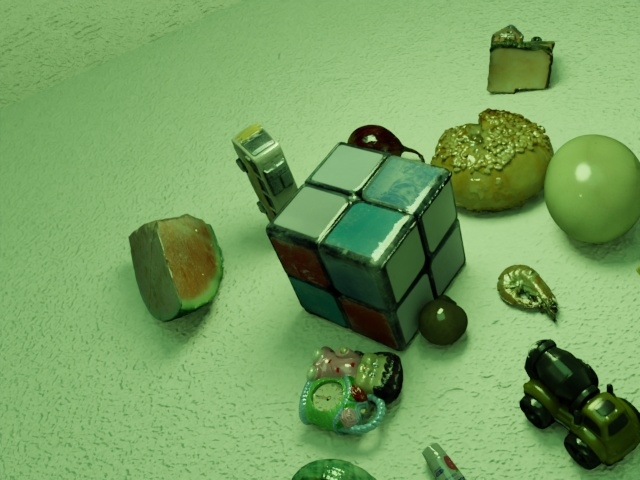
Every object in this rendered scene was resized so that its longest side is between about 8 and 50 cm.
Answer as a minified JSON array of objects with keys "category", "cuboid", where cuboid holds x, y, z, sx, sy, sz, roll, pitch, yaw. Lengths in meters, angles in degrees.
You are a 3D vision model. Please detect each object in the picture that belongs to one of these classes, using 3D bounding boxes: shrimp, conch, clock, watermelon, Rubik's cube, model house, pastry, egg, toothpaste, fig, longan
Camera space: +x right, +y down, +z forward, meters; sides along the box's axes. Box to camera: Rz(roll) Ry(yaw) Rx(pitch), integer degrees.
[{"category":"shrimp","cuboid":[0.459,0.117,1.546,0.099,0.041,0.180,-30,44,-6]},{"category":"conch","cuboid":[0.020,0.492,1.305,0.188,0.122,0.176,-40,70,-13]},{"category":"clock","cuboid":[0.069,0.315,1.475,0.195,0.100,0.194,0,51,26]},{"category":"watermelon","cuboid":[-0.353,0.061,1.842,0.222,0.319,0.292,-12,78,-30]},{"category":"Rubik's cube","cuboid":[0.116,0.008,1.599,0.318,0.313,0.316,21,58,35]},{"category":"model house","cuboid":[0.591,-0.544,2.063,0.183,0.166,0.172,8,47,14]},{"category":"pastry","cuboid":[0.432,-0.216,1.780,0.316,0.184,0.284,-8,46,15]},{"category":"egg","cuboid":[0.618,-0.118,1.583,0.219,0.219,0.269,-2,59,21]},{"category":"toothpaste","cuboid":[0.254,0.465,1.293,0.067,0.043,0.194,-27,49,-9]},{"category":"fig","cuboid":[0.161,-0.255,1.953,0.202,0.148,0.149,-12,9,29]},{"category":"longan","cuboid":[0.268,0.171,1.529,0.106,0.106,0.119,0,50,23]}]

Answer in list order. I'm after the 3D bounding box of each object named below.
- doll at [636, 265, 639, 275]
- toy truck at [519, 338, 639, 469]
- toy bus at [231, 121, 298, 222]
[{"category":"doll","cuboid":[0.780,-0.035,1.509,0.119,0.138,0.293,45,72,3]},{"category":"toy truck","cuboid":[0.472,0.290,1.280,0.147,0.165,0.224,-33,44,-11]},{"category":"toy bus","cuboid":[-0.121,-0.139,1.819,0.097,0.342,0.138,-35,48,-13]}]
